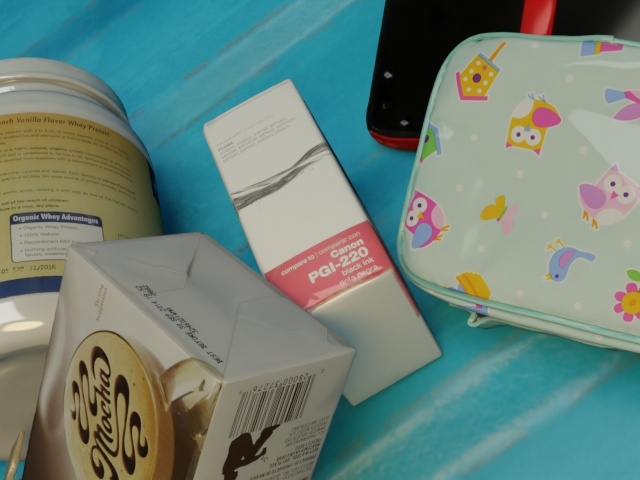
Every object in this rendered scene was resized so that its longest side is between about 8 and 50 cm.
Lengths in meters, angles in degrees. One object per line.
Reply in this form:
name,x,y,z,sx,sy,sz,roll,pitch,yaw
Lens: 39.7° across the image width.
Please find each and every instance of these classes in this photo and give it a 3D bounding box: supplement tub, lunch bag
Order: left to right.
supplement tub,-0.254,0.010,0.800,0.228,0.228,0.316,-25,54,12
lunch bag,0.198,-0.029,0.645,0.279,0.108,0.224,14,93,34

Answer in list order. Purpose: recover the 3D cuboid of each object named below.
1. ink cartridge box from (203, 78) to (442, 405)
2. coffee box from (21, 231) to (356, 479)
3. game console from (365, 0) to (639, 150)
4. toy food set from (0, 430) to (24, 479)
ink cartridge box,0.000,0.000,0.722,0.092,0.158,0.218,-30,53,3
coffee box,-0.110,0.165,0.612,0.168,0.119,0.297,35,117,36
game console,0.219,-0.261,0.768,0.342,0.060,0.386,7,85,35
toy food set,-0.270,0.257,0.736,0.192,0.038,0.132,-51,30,38
